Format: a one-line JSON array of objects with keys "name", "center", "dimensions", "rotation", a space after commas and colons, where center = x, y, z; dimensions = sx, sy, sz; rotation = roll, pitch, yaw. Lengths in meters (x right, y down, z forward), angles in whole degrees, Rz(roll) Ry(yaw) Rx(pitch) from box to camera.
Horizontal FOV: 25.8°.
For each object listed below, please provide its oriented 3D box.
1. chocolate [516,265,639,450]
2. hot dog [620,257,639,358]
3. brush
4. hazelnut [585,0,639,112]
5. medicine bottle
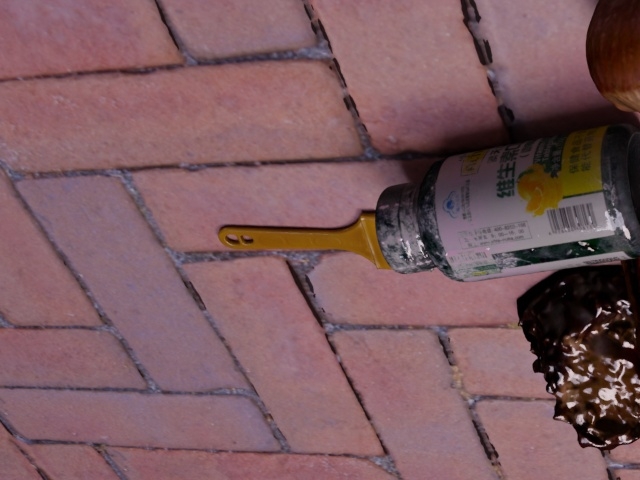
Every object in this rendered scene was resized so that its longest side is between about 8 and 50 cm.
[{"name": "chocolate", "center": [0.340, 0.158, 1.663], "dimensions": [0.224, 0.177, 0.206], "rotation": [-1, 140, 19]}, {"name": "hot dog", "center": [0.403, 0.067, 1.530], "dimensions": [0.160, 0.099, 0.227], "rotation": [-5, 102, 42]}, {"name": "brush", "center": [0.000, 0.000, 1.715], "dimensions": [0.272, 0.013, 0.103], "rotation": [1, 141, 19]}, {"name": "hazelnut", "center": [0.312, -0.183, 1.270], "dimensions": [0.154, 0.143, 0.143], "rotation": [3, 147, 51]}, {"name": "medicine bottle", "center": [0.206, -0.032, 1.490], "dimensions": [0.293, 0.141, 0.141], "rotation": [-11, 136, 30]}]
